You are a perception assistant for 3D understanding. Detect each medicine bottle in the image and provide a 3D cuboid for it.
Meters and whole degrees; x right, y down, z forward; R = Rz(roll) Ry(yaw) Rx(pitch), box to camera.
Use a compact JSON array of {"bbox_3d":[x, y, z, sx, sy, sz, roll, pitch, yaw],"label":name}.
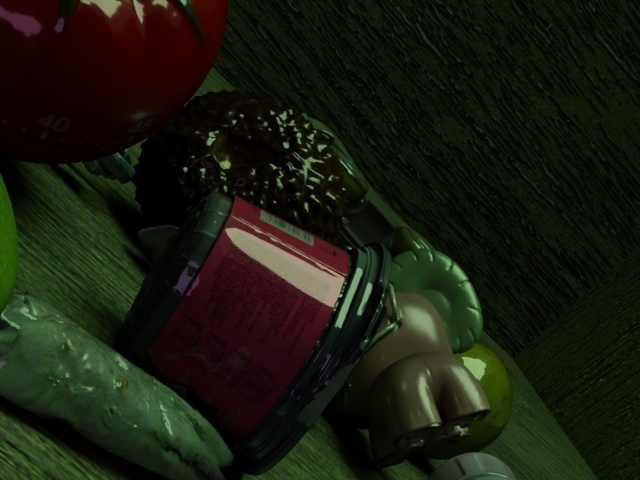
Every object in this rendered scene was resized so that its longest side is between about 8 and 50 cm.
[{"bbox_3d":[0.205,0.353,1.894,0.135,0.135,0.168,44,9,-25],"label":"medicine bottle"}]

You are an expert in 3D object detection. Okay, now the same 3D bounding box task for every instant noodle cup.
[{"bbox_3d":[-0.075,0.069,1.471,0.182,0.302,0.258,32,53,-10],"label":"instant noodle cup"}]

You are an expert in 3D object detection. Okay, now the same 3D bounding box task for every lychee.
[{"bbox_3d":[-0.098,-0.049,1.911,0.267,0.267,0.267,46,7,-8],"label":"lychee"}]

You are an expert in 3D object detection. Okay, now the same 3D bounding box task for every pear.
[{"bbox_3d":[0.182,0.224,2.240,0.200,0.200,0.200,46,7,-8],"label":"pear"}]

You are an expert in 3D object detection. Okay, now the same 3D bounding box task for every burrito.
[{"bbox_3d":[-0.173,0.123,1.218,0.309,0.066,0.096,40,16,-44],"label":"burrito"}]

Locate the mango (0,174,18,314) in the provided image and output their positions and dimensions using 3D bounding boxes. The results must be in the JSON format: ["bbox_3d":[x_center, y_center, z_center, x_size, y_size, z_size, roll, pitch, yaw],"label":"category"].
[{"bbox_3d":[-0.327,-0.081,1.053,0.343,0.156,0.192,49,8,1],"label":"mango"}]

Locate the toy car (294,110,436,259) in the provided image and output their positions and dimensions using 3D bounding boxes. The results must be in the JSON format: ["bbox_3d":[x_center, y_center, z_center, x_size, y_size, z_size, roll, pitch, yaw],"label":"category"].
[{"bbox_3d":[0.000,0.000,2.162,0.336,0.242,0.226,46,8,-16],"label":"toy car"}]

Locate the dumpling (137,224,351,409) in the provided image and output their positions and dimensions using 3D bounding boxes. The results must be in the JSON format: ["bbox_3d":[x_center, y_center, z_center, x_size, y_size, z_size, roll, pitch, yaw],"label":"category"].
[{"bbox_3d":[-0.076,0.108,1.773,0.332,0.086,0.166,44,-24,-23],"label":"dumpling"}]

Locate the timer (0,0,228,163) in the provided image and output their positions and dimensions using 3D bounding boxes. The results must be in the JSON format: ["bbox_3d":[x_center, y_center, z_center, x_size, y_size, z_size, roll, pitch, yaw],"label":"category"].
[{"bbox_3d":[-0.281,-0.258,1.549,0.378,0.279,0.378,23,49,-29],"label":"timer"}]

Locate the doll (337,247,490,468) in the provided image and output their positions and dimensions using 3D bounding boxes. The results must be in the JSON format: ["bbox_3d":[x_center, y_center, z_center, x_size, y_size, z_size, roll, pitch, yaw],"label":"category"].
[{"bbox_3d":[0.094,0.141,1.972,0.216,0.284,0.268,117,-46,-63],"label":"doll"}]

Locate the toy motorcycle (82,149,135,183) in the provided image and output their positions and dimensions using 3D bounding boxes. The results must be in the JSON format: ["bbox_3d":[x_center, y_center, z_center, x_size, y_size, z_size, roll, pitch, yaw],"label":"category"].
[{"bbox_3d":[-0.331,-0.175,1.797,0.296,0.109,0.198,47,-3,-13],"label":"toy motorcycle"}]
